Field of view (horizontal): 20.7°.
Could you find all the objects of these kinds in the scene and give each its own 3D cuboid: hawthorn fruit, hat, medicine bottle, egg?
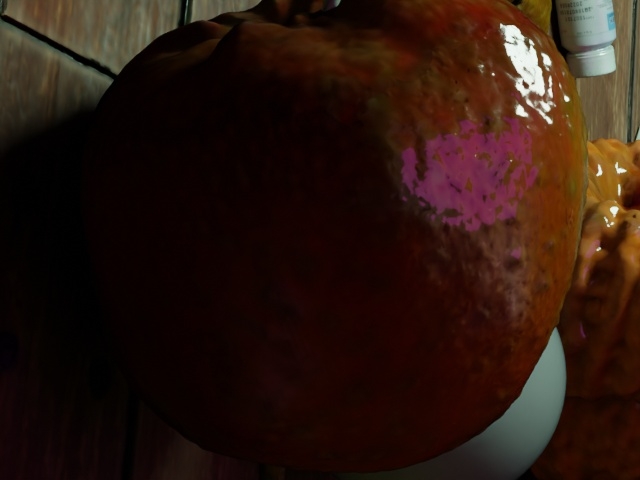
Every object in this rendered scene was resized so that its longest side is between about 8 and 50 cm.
[{"bbox_3d":[0.000,0.000,0.938,0.275,0.275,0.300,-20,123,-61],"label":"hawthorn fruit"},{"bbox_3d":[0.275,0.123,1.444,0.285,0.285,0.400,-33,120,-58],"label":"hat"},{"bbox_3d":[0.247,-0.199,1.624,0.052,0.052,0.089,-33,117,-58],"label":"medicine bottle"},{"bbox_3d":[0.075,0.090,1.156,0.232,0.176,0.176,17,73,-69],"label":"egg"}]

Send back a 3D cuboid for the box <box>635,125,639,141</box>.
[{"bbox_3d":[0.349,-0.049,1.813,0.089,0.043,0.125,64,37,-38],"label":"box"}]

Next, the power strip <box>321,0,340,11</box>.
[{"bbox_3d":[0.015,-0.204,0.832,0.047,0.030,0.191,-9,108,-70],"label":"power strip"}]

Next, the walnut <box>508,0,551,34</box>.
[{"bbox_3d":[0.104,-0.194,1.302,0.207,0.116,0.116,41,53,-53],"label":"walnut"}]
